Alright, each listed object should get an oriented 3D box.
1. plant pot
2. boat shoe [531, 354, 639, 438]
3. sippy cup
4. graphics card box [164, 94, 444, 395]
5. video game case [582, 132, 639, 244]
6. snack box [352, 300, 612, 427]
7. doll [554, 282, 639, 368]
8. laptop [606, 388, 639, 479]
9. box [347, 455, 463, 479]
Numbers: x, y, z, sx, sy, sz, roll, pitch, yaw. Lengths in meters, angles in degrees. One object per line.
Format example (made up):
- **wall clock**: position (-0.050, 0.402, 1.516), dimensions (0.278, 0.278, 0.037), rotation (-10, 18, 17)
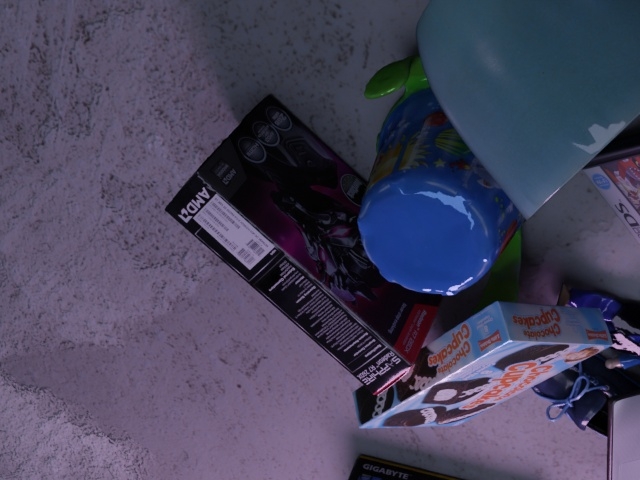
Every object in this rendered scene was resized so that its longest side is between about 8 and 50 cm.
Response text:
- **plant pot**: position (0.244, -0.205, 1.075), dimensions (0.235, 0.293, 0.293), rotation (47, 129, 7)
- **boat shoe**: position (0.385, 0.220, 1.415), dimensions (0.258, 0.089, 0.109), rotation (24, 130, 11)
- **sippy cup**: position (0.155, -0.057, 1.244), dimensions (0.305, 0.224, 0.240), rotation (33, 129, 1)
- **graphics card box**: position (0.000, 0.000, 1.346), dimensions (0.371, 0.233, 0.094), rotation (42, 130, -6)
- **video game case**: position (0.460, -0.029, 1.166), dimensions (0.248, 0.035, 0.275), rotation (49, 158, -13)
- **snack box**: position (0.209, 0.175, 1.364), dimensions (0.187, 0.060, 0.322), rotation (5, 150, -34)
- **doll**: position (0.408, 0.122, 1.367), dimensions (0.189, 0.046, 0.129), rotation (18, 119, 10)
- **laptop**: position (0.609, 0.366, 1.312), dimensions (0.408, 0.236, 0.382), rotation (-13, 121, -6)
- **box**: position (0.203, 0.511, 1.706), dimensions (0.322, 0.079, 0.257), rotation (10, 127, 18)
